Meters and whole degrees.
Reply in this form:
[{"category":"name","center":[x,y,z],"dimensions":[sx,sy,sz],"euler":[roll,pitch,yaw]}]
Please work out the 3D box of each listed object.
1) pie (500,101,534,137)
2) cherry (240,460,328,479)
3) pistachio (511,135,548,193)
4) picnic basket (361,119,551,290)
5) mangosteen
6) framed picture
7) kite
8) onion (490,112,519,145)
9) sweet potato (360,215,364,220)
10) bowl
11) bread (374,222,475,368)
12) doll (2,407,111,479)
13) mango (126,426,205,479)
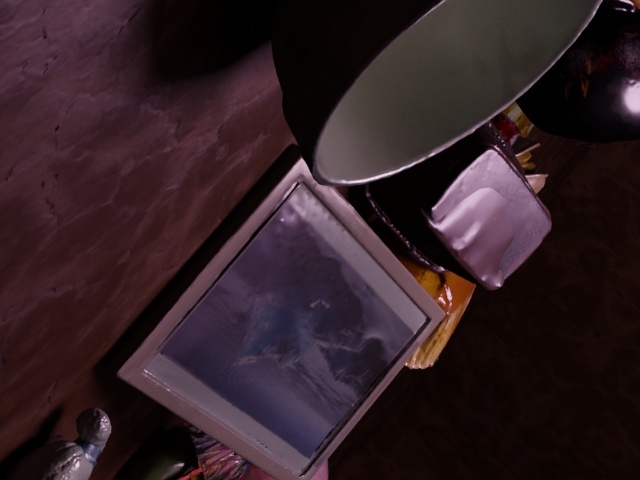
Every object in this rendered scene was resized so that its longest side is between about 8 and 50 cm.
[{"category":"pie","center":[0.347,-0.235,2.136],"dimensions":[0.302,0.067,0.302],"euler":[-46,167,-14]},{"category":"cherry","center":[-0.091,0.371,2.001],"dimensions":[0.206,0.239,0.239],"euler":[-98,-151,-46]},{"category":"pistachio","center":[0.266,-0.101,2.015],"dimensions":[0.206,0.130,0.131],"euler":[-20,174,17]},{"category":"picnic basket","center":[0.212,-0.055,1.745],"dimensions":[0.222,0.129,0.297],"euler":[-48,136,-1]},{"category":"mangosteen","center":[0.409,-0.294,1.845],"dimensions":[0.275,0.275,0.302],"euler":[-26,121,-61]},{"category":"framed picture","center":[-0.030,0.118,1.524],"dimensions":[0.326,0.028,0.446],"euler":[-50,142,-4]},{"category":"kite","center":[-0.144,0.304,1.745],"dimensions":[0.189,0.009,0.232],"euler":[-27,140,-19]},{"category":"onion","center":[0.213,-0.136,1.886],"dimensions":[0.206,0.098,0.151],"euler":[-41,168,-29]},{"category":"sweet potato","center":[0.000,0.000,1.667],"dimensions":[0.195,0.056,0.056],"euler":[-30,156,-46]},{"category":"bowl","center":[0.084,-0.198,1.048],"dimensions":[0.307,0.163,0.307],"euler":[-28,162,-10]},{"category":"bread","center":[0.156,0.063,1.983],"dimensions":[0.156,0.204,0.288],"euler":[-55,175,27]},{"category":"doll","center":[-0.302,0.268,1.339],"dimensions":[0.214,0.071,0.103],"euler":[-46,166,-2]},{"category":"mango","center":[-0.211,0.330,1.801],"dimensions":[0.130,0.092,0.194],"euler":[-50,159,22]}]
